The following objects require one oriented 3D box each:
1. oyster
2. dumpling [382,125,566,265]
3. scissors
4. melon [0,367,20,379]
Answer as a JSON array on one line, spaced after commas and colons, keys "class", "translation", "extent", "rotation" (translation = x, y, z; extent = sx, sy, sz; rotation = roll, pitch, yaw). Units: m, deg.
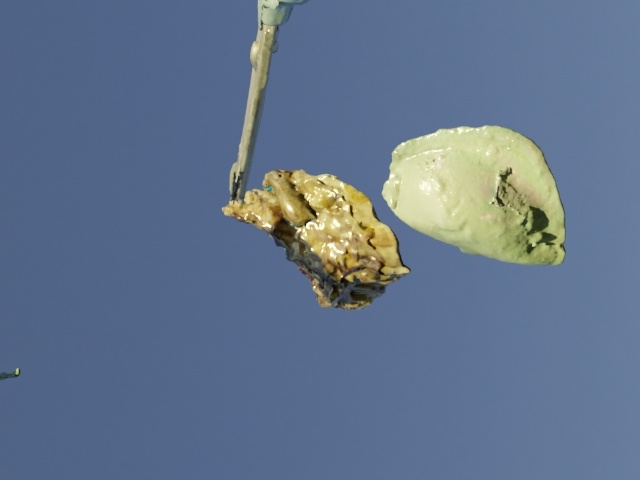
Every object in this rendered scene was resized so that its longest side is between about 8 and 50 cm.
[{"class": "oyster", "translation": [0.000, 0.000, 1.422], "extent": [0.214, 0.223, 0.083], "rotation": [50, -125, -9]}, {"class": "dumpling", "translation": [0.172, -0.043, 1.199], "extent": [0.217, 0.149, 0.104], "rotation": [26, -107, 1]}, {"class": "scissors", "translation": [-0.036, -0.138, 0.708], "extent": [0.029, 0.360, 0.191], "rotation": [4, -128, -11]}, {"class": "melon", "translation": [-0.424, 0.080, 1.162], "extent": [0.262, 0.053, 0.114], "rotation": [32, -120, -1]}]
